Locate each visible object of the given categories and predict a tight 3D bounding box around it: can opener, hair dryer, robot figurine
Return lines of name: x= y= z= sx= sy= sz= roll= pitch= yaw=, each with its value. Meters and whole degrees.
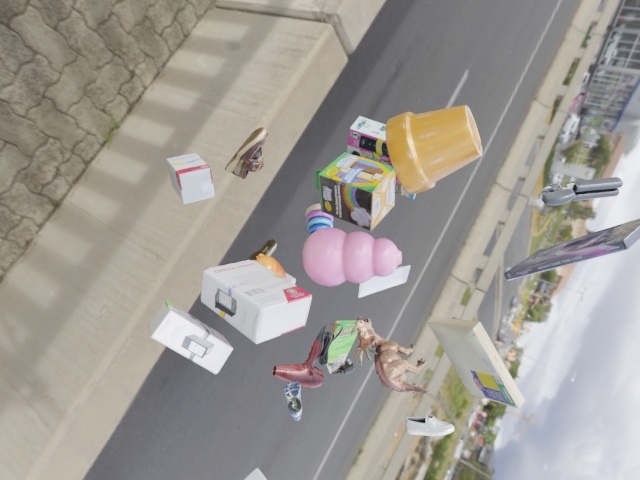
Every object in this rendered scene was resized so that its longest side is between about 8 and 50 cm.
can opener: x=0.925 y=-0.162 z=1.487 sx=0.095 sy=0.283 sz=0.076 roll=-91 pitch=173 yaw=-47
hair dryer: x=-0.034 y=0.426 z=1.510 sx=0.293 sy=0.080 sz=0.224 roll=-23 pitch=107 yaw=-12
robot figurine: x=-0.231 y=0.145 z=1.862 sx=0.219 sy=0.128 sz=0.158 roll=64 pitch=40 yaw=-61

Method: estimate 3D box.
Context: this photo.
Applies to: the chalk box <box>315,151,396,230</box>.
chalk box: x=0.110 y=-0.194 z=1.546 sx=0.179 sy=0.288 sz=0.180 roll=-44 pitch=146 yaw=-35

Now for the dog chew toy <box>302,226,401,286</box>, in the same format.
dog chew toy: x=0.110 y=0.056 z=1.439 sx=0.206 sy=0.331 sz=0.207 roll=-1 pitch=90 yaw=-72

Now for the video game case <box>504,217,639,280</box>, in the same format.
video game case: x=0.598 y=0.021 z=0.980 sx=0.196 sy=0.026 sz=0.274 roll=-21 pitch=175 yaw=-36

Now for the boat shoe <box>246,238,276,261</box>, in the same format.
boat shoe: x=-0.273 y=0.079 z=1.992 sx=0.190 sy=0.068 sz=0.072 roll=-42 pitch=150 yaw=-23

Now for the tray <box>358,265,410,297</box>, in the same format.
tray: x=0.308 y=0.194 z=2.063 sx=0.270 sy=0.030 sz=0.145 roll=-16 pitch=141 yaw=-13

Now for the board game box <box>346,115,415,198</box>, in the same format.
board game box: x=0.254 y=-0.316 z=1.612 sx=0.224 sy=0.303 sz=0.098 roll=95 pitch=21 yaw=-49

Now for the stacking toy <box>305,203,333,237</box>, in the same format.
stacking toy: x=0.000 y=0.000 z=1.957 sx=0.141 sy=0.141 sz=0.331 roll=59 pitch=26 yaw=-59

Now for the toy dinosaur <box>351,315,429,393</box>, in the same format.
toy dinosaur: x=0.209 y=0.391 z=1.327 sx=0.200 sy=0.296 sz=0.127 roll=9 pitch=120 yaw=-29

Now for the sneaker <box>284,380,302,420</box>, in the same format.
sneaker: x=-0.082 y=0.492 z=1.284 sx=0.135 sy=0.052 sz=0.058 roll=-101 pitch=-177 yaw=-62

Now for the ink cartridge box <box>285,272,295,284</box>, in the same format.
ink cartridge box: x=-0.234 y=0.278 z=2.132 sx=0.219 sy=0.092 sz=0.160 roll=-33 pitch=145 yaw=-51

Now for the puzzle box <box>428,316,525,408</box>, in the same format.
puzzle box: x=0.653 y=0.509 z=1.779 sx=0.052 sy=0.272 sz=0.409 roll=-36 pitch=101 yaw=-25

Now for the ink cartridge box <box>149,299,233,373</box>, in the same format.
ink cartridge box: x=-0.478 y=0.353 z=1.542 sx=0.272 sy=0.198 sz=0.115 roll=39 pitch=78 yaw=-22

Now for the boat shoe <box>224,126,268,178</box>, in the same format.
boat shoe: x=-0.283 y=-0.347 z=1.744 sx=0.342 sy=0.123 sz=0.123 roll=-29 pitch=-152 yaw=51

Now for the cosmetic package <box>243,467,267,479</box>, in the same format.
cosmetic package: x=-0.114 y=0.694 z=1.048 sx=0.085 sy=0.231 sz=0.117 roll=-38 pitch=119 yaw=-26

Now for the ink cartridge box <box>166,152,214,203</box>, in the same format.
ink cartridge box: x=-0.510 y=-0.247 z=1.643 sx=0.127 sy=0.176 sz=0.128 roll=-19 pitch=130 yaw=-26

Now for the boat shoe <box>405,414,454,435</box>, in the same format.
boat shoe: x=0.419 y=0.710 z=1.622 sx=0.066 sy=0.184 sz=0.063 roll=-10 pitch=89 yaw=-61

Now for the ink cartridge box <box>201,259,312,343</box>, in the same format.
ink cartridge box: x=-0.217 y=0.191 z=1.395 sx=0.226 sy=0.306 sz=0.131 roll=-9 pitch=116 yaw=-48

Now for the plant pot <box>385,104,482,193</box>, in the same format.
plant pot: x=0.291 y=-0.240 z=1.047 sx=0.205 sy=0.187 sz=0.205 roll=32 pitch=51 yaw=-49

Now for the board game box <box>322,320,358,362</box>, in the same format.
board game box: x=0.091 y=0.444 z=1.862 sx=0.124 sy=0.039 sz=0.260 roll=5 pitch=124 yaw=-27
